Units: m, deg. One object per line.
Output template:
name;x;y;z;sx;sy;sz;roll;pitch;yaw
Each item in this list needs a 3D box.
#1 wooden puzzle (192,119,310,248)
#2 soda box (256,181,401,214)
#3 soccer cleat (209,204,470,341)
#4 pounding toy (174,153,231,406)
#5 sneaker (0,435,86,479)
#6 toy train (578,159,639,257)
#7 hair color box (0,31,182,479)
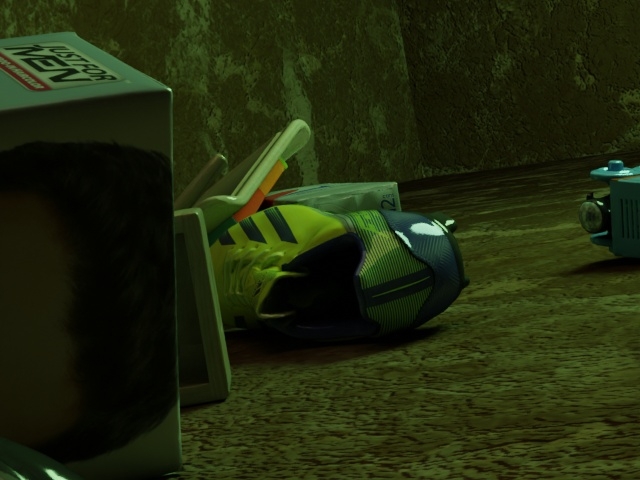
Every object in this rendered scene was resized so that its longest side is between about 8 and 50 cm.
wooden puzzle;-0.116;-0.007;1.375;0.221;0.044;0.239;-37;6;26
soda box;0.000;0.000;1.370;0.091;0.098;0.286;-11;5;-11
soccer cleat;-0.021;0.027;1.087;0.121;0.093;0.289;-21;9;-37
pounding toy;-0.110;0.027;0.911;0.130;0.141;0.100;-10;3;-2
sneaker;-0.149;0.087;0.441;0.267;0.101;0.106;-7;2;33
toy train;0.300;-0.029;1.241;0.184;0.080;0.105;-10;12;-34
hair color box;-0.248;0.037;0.611;0.374;0.185;0.113;-12;25;-29
